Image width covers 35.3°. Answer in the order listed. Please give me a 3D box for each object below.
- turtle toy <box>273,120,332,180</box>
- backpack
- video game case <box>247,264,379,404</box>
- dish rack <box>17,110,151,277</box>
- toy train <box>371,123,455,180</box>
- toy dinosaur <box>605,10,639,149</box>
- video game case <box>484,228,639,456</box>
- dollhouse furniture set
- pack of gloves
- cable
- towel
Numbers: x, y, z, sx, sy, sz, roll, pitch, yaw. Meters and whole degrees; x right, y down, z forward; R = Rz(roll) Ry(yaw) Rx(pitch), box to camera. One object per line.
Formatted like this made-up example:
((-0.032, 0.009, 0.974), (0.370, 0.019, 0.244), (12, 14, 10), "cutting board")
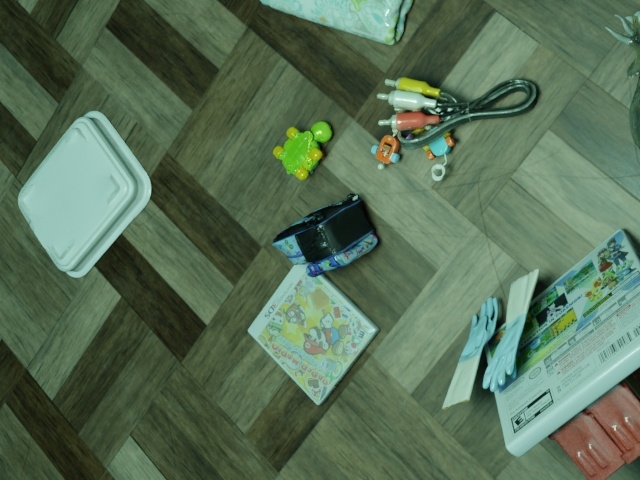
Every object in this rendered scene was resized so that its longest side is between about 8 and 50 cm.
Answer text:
((-0.027, -0.185, 2.023), (0.095, 0.066, 0.130), (45, 109, 23), "turtle toy")
((0.000, 0.000, 1.959), (0.173, 0.158, 0.117), (-22, 96, 41), "backpack")
((-0.018, 0.182, 2.036), (0.227, 0.026, 0.206), (44, 110, 23), "video game case")
((-0.565, -0.106, 2.330), (0.333, 0.072, 0.285), (-46, 69, 22), "dish rack")
((0.184, -0.178, 1.917), (0.166, 0.046, 0.125), (23, 101, 31), "toy train")
((0.576, -0.223, 1.670), (0.160, 0.121, 0.313), (2, 94, 42), "toy dinosaur")
((0.416, 0.163, 1.663), (0.036, 0.300, 0.329), (38, 113, -19), "video game case")
((0.553, 0.389, 1.615), (0.152, 0.201, 0.374), (-43, 76, 22), "dollhouse furniture set")
((0.311, 0.183, 1.755), (0.046, 0.232, 0.195), (31, 149, -11), "pack of gloves")
((0.243, -0.239, 1.828), (0.287, 0.072, 0.139), (-1, 64, 21), "cable")
((0.065, -0.602, 1.966), (0.320, 0.090, 0.374), (24, 101, 29), "towel")
